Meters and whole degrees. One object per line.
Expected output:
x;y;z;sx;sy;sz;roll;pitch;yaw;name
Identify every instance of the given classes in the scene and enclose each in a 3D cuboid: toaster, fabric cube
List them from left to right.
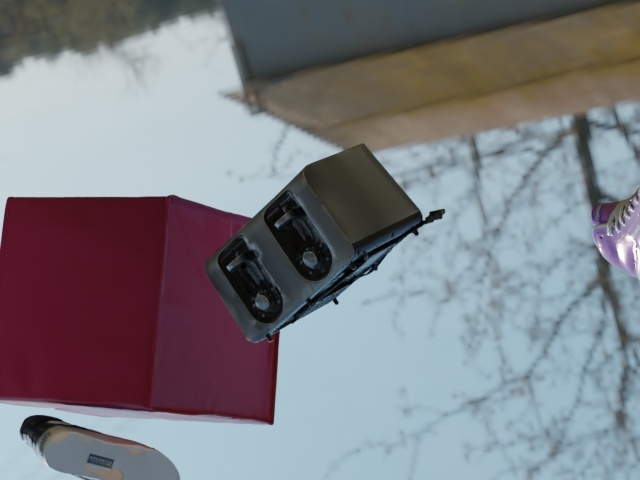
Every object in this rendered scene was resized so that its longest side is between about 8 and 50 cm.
-0.218;0.088;1.962;0.258;0.254;0.259;-2;169;32;fabric cube
0.000;0.000;1.607;0.168;0.110;0.185;-41;171;33;toaster

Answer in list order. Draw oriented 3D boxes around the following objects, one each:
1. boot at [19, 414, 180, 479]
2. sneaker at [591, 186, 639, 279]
-0.255;0.248;1.873;0.086;0.190;0.069;22;-95;57;boot
0.435;-0.039;2.208;0.161;0.282;0.102;24;-124;32;sneaker
